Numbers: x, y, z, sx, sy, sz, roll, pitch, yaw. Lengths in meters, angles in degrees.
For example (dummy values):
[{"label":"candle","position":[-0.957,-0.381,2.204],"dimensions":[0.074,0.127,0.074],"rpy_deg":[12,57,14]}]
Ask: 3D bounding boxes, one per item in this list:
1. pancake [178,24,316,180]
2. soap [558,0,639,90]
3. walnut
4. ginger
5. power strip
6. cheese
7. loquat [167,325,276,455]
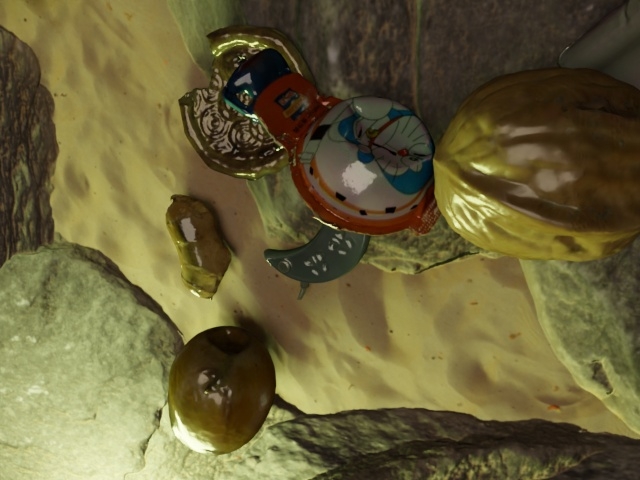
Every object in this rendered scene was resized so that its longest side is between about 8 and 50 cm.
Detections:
[{"label":"pancake","position":[-0.111,-0.201,0.730],"dimensions":[0.211,0.029,0.235],"rpy_deg":[30,114,4]},{"label":"soap","position":[0.462,-0.282,0.533],"dimensions":[0.159,0.258,0.302],"rpy_deg":[47,157,-3]},{"label":"walnut","position":[0.254,-0.082,0.554],"dimensions":[0.260,0.225,0.225],"rpy_deg":[1,109,-8]},{"label":"ginger","position":[-0.203,0.013,0.803],"dimensions":[0.095,0.069,0.190],"rpy_deg":[-4,108,40]},{"label":"power strip","position":[0.000,0.000,0.753],"dimensions":[0.137,0.044,0.216],"rpy_deg":[33,112,3]},{"label":"cheese","position":[0.023,-0.127,0.640],"dimensions":[0.329,0.217,0.129],"rpy_deg":[39,153,5]},{"label":"loquat","position":[-0.167,0.255,0.813],"dimensions":[0.179,0.179,0.228],"rpy_deg":[19,114,9]}]
